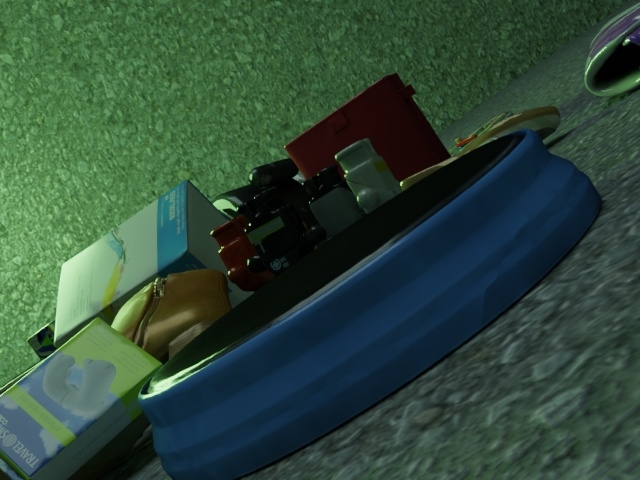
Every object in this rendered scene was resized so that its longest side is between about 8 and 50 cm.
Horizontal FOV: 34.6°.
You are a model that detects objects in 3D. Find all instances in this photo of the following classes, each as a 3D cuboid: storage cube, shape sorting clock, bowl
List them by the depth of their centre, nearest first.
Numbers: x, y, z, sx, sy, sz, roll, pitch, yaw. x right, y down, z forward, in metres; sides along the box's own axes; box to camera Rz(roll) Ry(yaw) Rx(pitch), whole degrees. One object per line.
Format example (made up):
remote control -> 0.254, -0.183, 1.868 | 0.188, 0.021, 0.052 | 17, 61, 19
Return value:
bowl -> 0.028, 0.042, 0.799 | 0.391, 0.077, 0.391 | -34, 4, 3
storage cube -> 0.087, -0.128, 1.602 | 0.215, 0.193, 0.183 | -33, 4, 14
shape sorting clock -> 0.249, -0.161, 1.789 | 0.206, 0.040, 0.206 | -34, 3, 2

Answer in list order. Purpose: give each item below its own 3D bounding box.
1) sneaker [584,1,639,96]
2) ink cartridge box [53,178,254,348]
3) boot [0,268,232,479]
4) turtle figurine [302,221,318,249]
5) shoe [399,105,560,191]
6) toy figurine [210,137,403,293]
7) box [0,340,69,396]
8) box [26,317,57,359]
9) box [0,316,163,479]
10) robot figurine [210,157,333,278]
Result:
sneaker -> 0.423, -0.263, 1.188 | 0.282, 0.102, 0.161 | -45, 0, 34
ink cartridge box -> -0.216, 0.074, 1.393 | 0.232, 0.171, 0.168 | -32, 36, 16
boot -> -0.225, 0.142, 1.111 | 0.295, 0.104, 0.211 | -23, 27, 2
turtle figurine -> -0.111, 0.038, 1.688 | 0.217, 0.087, 0.269 | -18, -29, 7
shoe -> 0.202, -0.093, 1.267 | 0.219, 0.058, 0.076 | -29, -15, 21
toy figurine -> 0.000, 0.000, 1.171 | 0.209, 0.148, 0.213 | -29, -1, -23
box -> -0.391, 0.254, 1.326 | 0.191, 0.143, 0.381 | -37, 3, -35
box -> -0.342, 0.188, 1.478 | 0.054, 0.169, 0.059 | -33, 4, 26
box -> -0.241, 0.160, 0.963 | 0.109, 0.042, 0.178 | 28, 57, 36
robot figurine -> -0.099, -0.024, 1.851 | 0.278, 0.174, 0.209 | -22, -10, -40
